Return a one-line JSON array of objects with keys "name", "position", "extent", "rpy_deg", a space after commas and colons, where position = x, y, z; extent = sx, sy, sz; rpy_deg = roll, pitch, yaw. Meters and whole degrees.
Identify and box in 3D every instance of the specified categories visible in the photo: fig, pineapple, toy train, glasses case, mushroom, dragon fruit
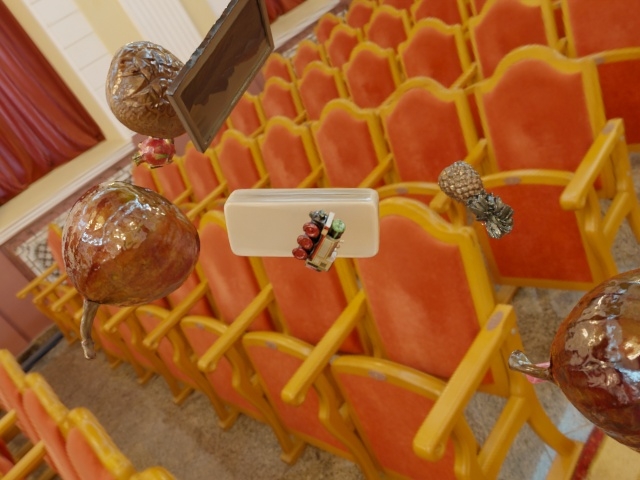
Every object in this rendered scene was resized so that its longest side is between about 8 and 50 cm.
[{"name": "fig", "position": [0.360, 0.156, 0.689], "extent": [0.217, 0.217, 0.321], "rpy_deg": [-43, 2, -24]}, {"name": "pineapple", "position": [0.285, -0.072, 0.990], "extent": [0.074, 0.159, 0.074], "rpy_deg": [-36, -16, -13]}, {"name": "toy train", "position": [0.000, 0.000, 1.052], "extent": [0.138, 0.087, 0.050], "rpy_deg": [117, 175, -46]}, {"name": "fig", "position": [-0.231, 0.013, 0.645], "extent": [0.202, 0.148, 0.149], "rpy_deg": [-36, 9, 35]}, {"name": "glasses case", "position": [-0.038, -0.039, 1.217], "extent": [0.337, 0.144, 0.076], "rpy_deg": [1, 29, 9]}, {"name": "mushroom", "position": [-0.401, -0.363, 1.326], "extent": [0.153, 0.253, 0.253], "rpy_deg": [-26, 22, 39]}, {"name": "dragon fruit", "position": [-0.433, -0.231, 1.427], "extent": [0.116, 0.086, 0.081], "rpy_deg": [-15, 11, -16]}]

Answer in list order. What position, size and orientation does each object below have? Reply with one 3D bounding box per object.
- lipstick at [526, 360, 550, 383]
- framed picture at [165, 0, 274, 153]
[{"name": "lipstick", "position": [0.450, 0.193, 0.879], "extent": [0.234, 0.053, 0.053], "rpy_deg": [-12, 28, 10]}, {"name": "framed picture", "position": [-0.165, -0.303, 0.957], "extent": [0.265, 0.018, 0.192], "rpy_deg": [-60, -13, -14]}]
